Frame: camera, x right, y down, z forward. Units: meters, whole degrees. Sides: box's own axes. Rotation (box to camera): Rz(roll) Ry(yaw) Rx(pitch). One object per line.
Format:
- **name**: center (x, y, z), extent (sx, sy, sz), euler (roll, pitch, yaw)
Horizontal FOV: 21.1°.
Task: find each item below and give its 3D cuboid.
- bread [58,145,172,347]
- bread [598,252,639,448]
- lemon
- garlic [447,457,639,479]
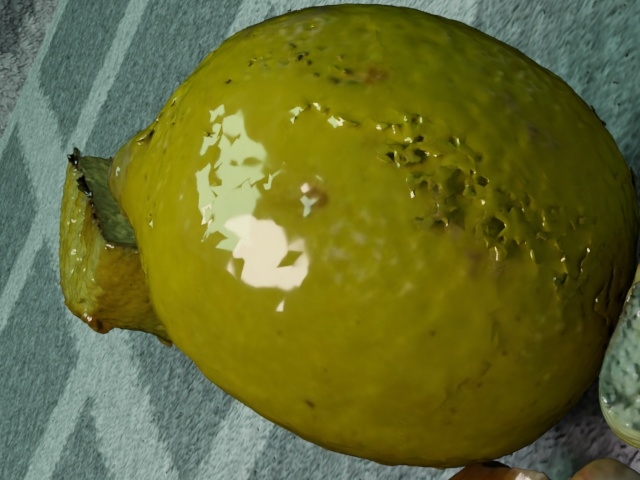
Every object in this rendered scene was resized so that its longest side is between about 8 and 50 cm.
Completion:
- **bread**: center (-0.177, 0.022, 1.680), extent (0.147, 0.160, 0.260), euler (-69, 27, 19)
- **bread**: center (0.187, 0.051, 0.880), extent (0.157, 0.083, 0.094), euler (-59, -8, -45)
- **lemon**: center (0.031, -0.003, 0.960), extent (0.258, 0.310, 0.258), euler (20, -90, -87)
- **garlic**: center (0.084, 0.227, 0.924), extent (0.228, 0.110, 0.217), euler (-55, 20, -18)
